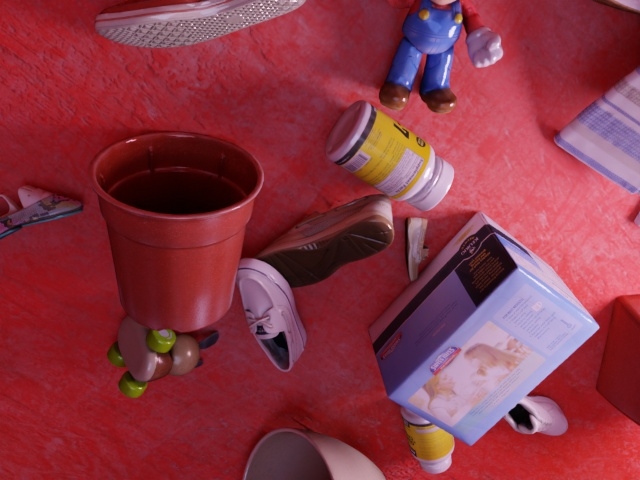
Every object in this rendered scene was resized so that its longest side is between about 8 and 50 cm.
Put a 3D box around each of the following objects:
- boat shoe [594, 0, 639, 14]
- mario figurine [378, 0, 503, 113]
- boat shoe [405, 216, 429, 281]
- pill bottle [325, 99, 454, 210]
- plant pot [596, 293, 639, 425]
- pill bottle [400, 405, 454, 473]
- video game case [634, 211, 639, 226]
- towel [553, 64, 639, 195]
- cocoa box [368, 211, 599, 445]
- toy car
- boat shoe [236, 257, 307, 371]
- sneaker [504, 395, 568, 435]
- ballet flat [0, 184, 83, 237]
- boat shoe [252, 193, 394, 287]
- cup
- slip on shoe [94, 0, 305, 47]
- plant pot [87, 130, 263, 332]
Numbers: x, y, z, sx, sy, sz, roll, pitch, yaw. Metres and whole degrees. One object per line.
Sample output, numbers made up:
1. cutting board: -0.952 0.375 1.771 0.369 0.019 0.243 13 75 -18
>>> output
1. boat shoe: 0.535 -0.417 1.092 0.277 0.098 0.096 7 117 -21
2. mario figurine: 0.177 -0.348 1.035 0.198 0.170 0.320 -22 134 -34
3. boat shoe: 0.189 0.018 1.302 0.045 0.050 0.135 -3 118 1
4. pill bottle: 0.123 -0.143 1.171 0.208 0.119 0.119 30 111 -21
5. plant pot: 0.779 0.282 1.406 0.267 0.236 0.267 -4 118 -4
6. pill bottle: 0.243 0.430 1.495 0.103 0.103 0.184 -15 118 1
7. video game case: 0.800 -0.077 1.339 0.285 0.025 0.204 17 114 -15
8. towel: 0.558 -0.191 1.132 0.209 0.034 0.285 31 152 -3
9. cocoa box: 0.298 0.171 1.294 0.231 0.228 0.347 33 109 -21
10. toy car: -0.296 0.212 1.329 0.188 0.149 0.155 10 124 -44
11. boat shoe: -0.102 0.150 1.288 0.096 0.088 0.267 1 134 20
12. sneaker: 0.469 0.400 1.499 0.232 0.115 0.090 27 112 -19
13. ballet flat: -0.532 -0.050 1.176 0.221 0.077 0.079 -20 99 4
14. boat shoe: 0.000 0.000 1.247 0.302 0.098 0.109 -23 128 27
15. cup: 0.014 0.574 1.455 0.237 0.331 0.331 12 119 -40
16. slip on shoe: -0.188 -0.375 1.030 0.331 0.123 0.101 -14 86 7
17. plant pot: -0.242 -0.005 1.134 0.272 0.272 0.265 3 125 -8
